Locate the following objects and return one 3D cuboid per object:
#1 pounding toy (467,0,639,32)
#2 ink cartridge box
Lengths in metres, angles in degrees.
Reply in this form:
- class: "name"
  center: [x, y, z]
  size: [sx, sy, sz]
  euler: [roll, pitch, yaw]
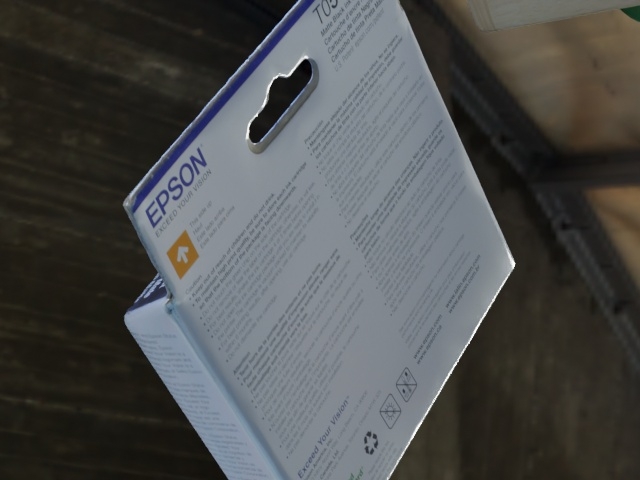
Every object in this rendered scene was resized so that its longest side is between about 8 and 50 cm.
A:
- class: "pounding toy"
  center: [0.094, -0.116, 0.402]
  size: [0.100, 0.130, 0.141]
  euler: [-26, -77, -23]
- class: "ink cartridge box"
  center: [0.000, 0.000, 0.696]
  size: [0.223, 0.045, 0.224]
  euler: [-53, -50, -37]
